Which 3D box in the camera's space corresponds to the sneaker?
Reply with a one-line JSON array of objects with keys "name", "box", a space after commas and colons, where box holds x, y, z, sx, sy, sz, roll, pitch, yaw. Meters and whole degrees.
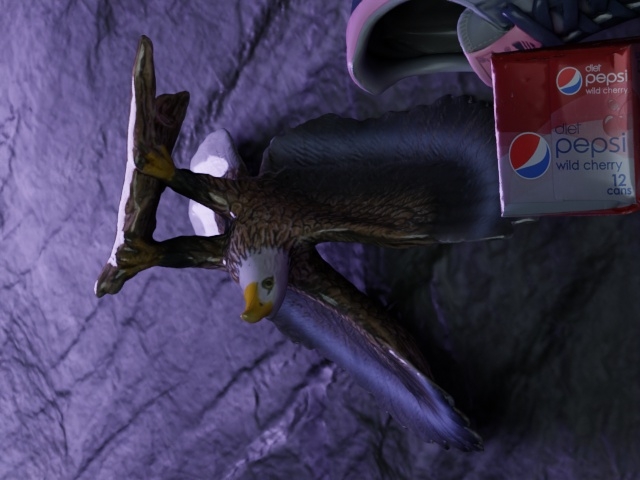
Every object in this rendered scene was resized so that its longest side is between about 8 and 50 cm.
[{"name": "sneaker", "box": [0.156, -0.152, 1.114, 0.319, 0.112, 0.131, -6, 50, 39]}]

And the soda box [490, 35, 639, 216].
[{"name": "soda box", "box": [0.195, -0.074, 1.034, 0.083, 0.263, 0.092, 0, 97, 32]}]

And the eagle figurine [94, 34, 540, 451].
[{"name": "eagle figurine", "box": [-0.002, 0.008, 1.250, 0.298, 0.225, 0.226, 12, 150, 2]}]
